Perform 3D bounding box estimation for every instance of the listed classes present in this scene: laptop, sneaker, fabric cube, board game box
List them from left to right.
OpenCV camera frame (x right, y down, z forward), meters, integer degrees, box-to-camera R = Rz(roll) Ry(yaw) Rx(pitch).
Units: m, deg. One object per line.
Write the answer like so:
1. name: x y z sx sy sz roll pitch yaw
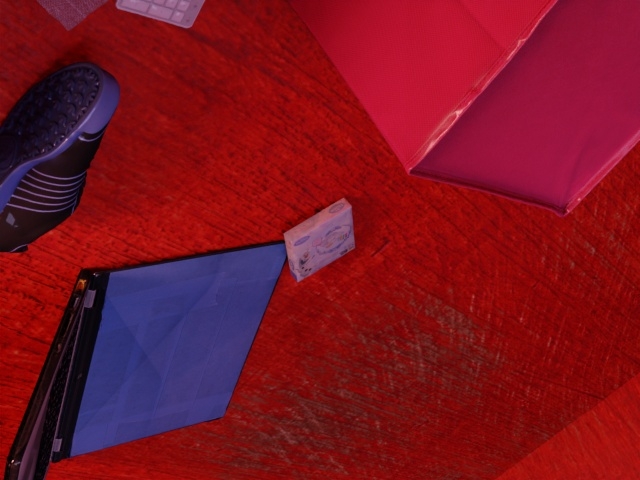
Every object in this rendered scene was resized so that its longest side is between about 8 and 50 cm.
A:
1. sneaker: -0.250 -0.071 0.951 0.232 0.081 0.090 -39 150 23
2. laptop: -0.217 0.230 1.234 0.236 0.408 0.382 16 131 -7
3. board game box: 0.000 0.000 1.279 0.090 0.020 0.090 -31 149 -16
4. fabric cube: 0.169 -0.211 0.933 0.254 0.258 0.259 11 129 -46

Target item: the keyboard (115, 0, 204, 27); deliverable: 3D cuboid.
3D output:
1. keyboard: -0.079 -0.279 0.801 0.072 0.014 0.256 4 131 -41

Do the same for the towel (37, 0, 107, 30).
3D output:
1. towel: -0.130 -0.324 0.750 0.329 0.037 0.237 -35 146 5
